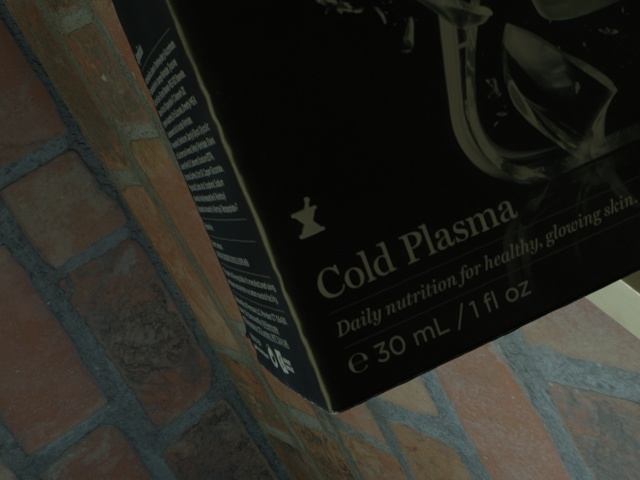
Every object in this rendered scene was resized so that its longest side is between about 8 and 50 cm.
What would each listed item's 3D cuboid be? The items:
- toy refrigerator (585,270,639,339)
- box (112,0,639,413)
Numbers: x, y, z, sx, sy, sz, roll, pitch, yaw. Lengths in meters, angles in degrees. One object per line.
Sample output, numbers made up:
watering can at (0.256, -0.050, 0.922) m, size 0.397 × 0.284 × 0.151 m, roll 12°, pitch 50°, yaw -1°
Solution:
toy refrigerator at (0.402, 0.045, 1.246) m, size 0.269 × 0.094 × 0.102 m, roll 42°, pitch 162°, yaw 30°
box at (0.098, -0.178, 0.868) m, size 0.472 × 0.479 × 0.297 m, roll 68°, pitch 167°, yaw -6°
